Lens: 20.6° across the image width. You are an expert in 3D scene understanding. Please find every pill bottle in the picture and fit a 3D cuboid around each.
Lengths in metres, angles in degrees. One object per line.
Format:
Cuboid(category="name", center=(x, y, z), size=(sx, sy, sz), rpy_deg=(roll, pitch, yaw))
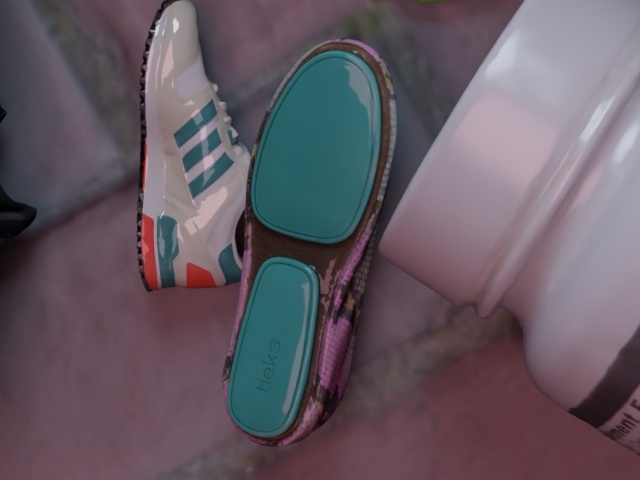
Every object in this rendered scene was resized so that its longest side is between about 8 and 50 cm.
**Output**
Cuboid(category="pill bottle", center=(0.223, 0.028, 0.813), size=(0.361, 0.204, 0.204), rpy_deg=(32, 106, 5))

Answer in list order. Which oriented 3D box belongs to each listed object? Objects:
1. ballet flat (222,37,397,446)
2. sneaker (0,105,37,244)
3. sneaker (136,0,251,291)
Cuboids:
Cuboid(category="ballet flat", center=(0.000, 0.000, 0.924), size=(0.077, 0.079, 0.221), rpy_deg=(17, 106, 22))
Cuboid(category="sneaker", center=(-0.229, -0.097, 0.960), size=(0.090, 0.081, 0.232), rpy_deg=(-16, 104, 11))
Cuboid(category="sneaker", center=(-0.060, -0.050, 0.947), size=(0.075, 0.057, 0.161), rpy_deg=(2, 101, -5))
